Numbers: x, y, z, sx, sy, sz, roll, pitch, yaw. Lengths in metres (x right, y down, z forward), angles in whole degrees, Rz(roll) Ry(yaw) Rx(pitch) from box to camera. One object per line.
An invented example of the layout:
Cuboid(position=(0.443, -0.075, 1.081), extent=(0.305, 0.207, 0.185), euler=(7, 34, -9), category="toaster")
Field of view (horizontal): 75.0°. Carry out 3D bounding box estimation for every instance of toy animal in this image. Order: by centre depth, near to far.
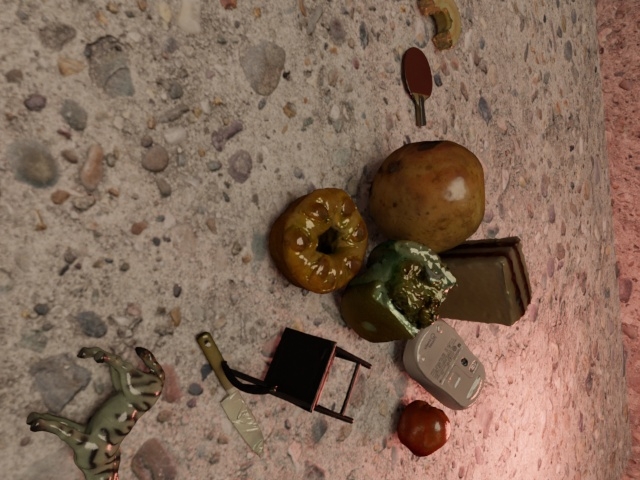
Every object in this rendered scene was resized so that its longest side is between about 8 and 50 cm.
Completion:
Cuboid(position=(-0.343, 0.280, 0.623), extent=(0.170, 0.090, 0.255), euler=(31, 73, -41), category="toy animal")

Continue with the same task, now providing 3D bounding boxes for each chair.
Cuboid(position=(-0.040, 0.254, 0.819), extent=(0.260, 0.154, 0.141), euler=(39, 65, -41), category="chair")

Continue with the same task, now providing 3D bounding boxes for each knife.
Cuboid(position=(-0.172, 0.305, 0.805), extent=(0.047, 0.017, 0.298), euler=(-33, 112, -29), category="knife")

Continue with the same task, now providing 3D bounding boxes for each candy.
Cuboid(position=(0.347, 0.099, 1.048), extent=(0.135, 0.321, 0.179), euler=(-35, 109, -37), category="candy")

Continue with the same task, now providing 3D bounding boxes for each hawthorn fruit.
Cuboid(position=(0.269, 0.498, 1.104), extent=(0.133, 0.133, 0.138), euler=(37, 77, -34), category="hawthorn fruit")

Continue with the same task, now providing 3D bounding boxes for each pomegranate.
Cuboid(position=(0.256, -0.102, 1.001), extent=(0.281, 0.281, 0.281), euler=(0, 90, -40), category="pomegranate")

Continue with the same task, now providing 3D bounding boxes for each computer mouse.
Cuboid(position=(0.336, 0.338, 1.166), extent=(0.297, 0.121, 0.184), euler=(40, 73, -17), category="computer mouse")

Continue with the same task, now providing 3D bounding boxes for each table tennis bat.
Cuboid(position=(0.278, -0.433, 1.180), extent=(0.130, 0.019, 0.220), euler=(-8, 94, -40), category="table tennis bat")

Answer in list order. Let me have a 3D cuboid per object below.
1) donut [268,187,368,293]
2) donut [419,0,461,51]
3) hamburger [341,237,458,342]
Cuboid(position=(0.000, 0.002, 0.886), extent=(0.226, 0.114, 0.226), euler=(0, 89, -40), category="donut")
Cuboid(position=(0.352, -0.646, 1.212), extent=(0.108, 0.065, 0.166), euler=(-52, 119, -28), category="donut")
Cuboid(position=(0.154, 0.109, 0.941), extent=(0.168, 0.288, 0.192), euler=(-41, 95, -32), category="hamburger")
